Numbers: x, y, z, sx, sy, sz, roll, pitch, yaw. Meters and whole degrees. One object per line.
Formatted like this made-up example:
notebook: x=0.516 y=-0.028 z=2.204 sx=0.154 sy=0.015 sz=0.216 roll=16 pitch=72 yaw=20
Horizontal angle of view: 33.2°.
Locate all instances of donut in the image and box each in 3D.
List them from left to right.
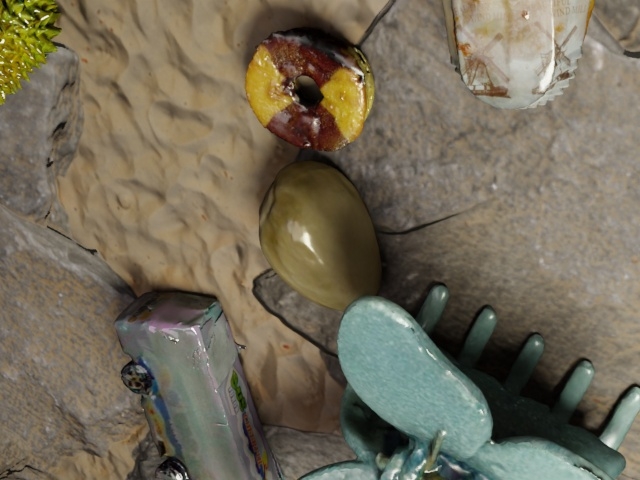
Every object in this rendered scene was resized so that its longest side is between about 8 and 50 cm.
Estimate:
donut: x=-0.006 y=-0.161 z=1.119 sx=0.140 sy=0.059 sz=0.140 roll=12 pitch=120 yaw=21

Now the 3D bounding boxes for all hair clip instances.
hair clip: x=0.153 y=0.212 z=1.123 sx=0.318 sy=0.238 sz=0.392 roll=27 pitch=125 yaw=12

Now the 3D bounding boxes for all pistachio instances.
pistachio: x=0.000 y=0.000 z=1.180 sx=0.186 sy=0.126 sz=0.108 roll=63 pitch=167 yaw=-18

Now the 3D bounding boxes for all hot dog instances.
hot dog: x=0.177 y=-0.246 z=0.971 sx=0.144 sy=0.075 sz=0.268 roll=6 pitch=115 yaw=20

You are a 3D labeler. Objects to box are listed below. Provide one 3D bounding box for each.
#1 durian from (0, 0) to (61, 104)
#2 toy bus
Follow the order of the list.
durian: x=-0.408 y=-0.262 z=1.164 sx=0.224 sy=0.291 sz=0.291 roll=-33 pitch=98 yaw=22
toy bus: x=-0.153 y=0.218 z=1.370 sx=0.137 sy=0.112 sz=0.317 roll=-6 pitch=113 yaw=25
